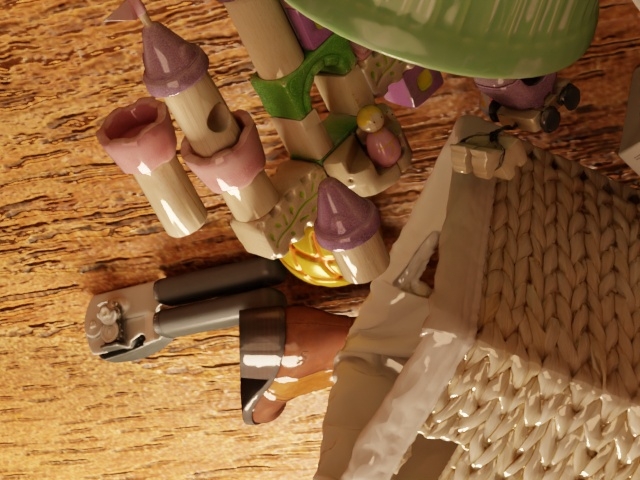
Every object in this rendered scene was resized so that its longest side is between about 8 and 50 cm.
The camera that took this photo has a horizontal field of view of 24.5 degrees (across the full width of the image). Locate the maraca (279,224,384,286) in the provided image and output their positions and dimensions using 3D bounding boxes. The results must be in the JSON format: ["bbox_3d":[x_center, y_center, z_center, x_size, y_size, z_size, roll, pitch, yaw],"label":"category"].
[{"bbox_3d":[0.000,0.000,1.529,0.127,0.099,0.185,34,158,-9],"label":"maraca"}]

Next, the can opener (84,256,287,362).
[{"bbox_3d":[-0.154,0.077,1.676,0.280,0.074,0.093,-15,158,31],"label":"can opener"}]

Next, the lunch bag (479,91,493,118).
[{"bbox_3d":[0.172,-0.157,1.335,0.053,0.083,0.071,12,132,9],"label":"lunch bag"}]

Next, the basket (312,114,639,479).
[{"bbox_3d":[0.168,0.127,1.313,0.266,0.331,0.328,21,127,-6],"label":"basket"}]

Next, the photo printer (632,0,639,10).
[{"bbox_3d":[0.317,-0.313,0.993,0.107,0.307,0.256,29,136,-6],"label":"photo printer"}]

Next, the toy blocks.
[{"bbox_3d":[-0.012,-0.159,1.207,0.309,0.288,0.260,16,143,43],"label":"toy blocks"}]

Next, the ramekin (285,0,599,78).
[{"bbox_3d":[0.095,-0.269,1.125,0.303,0.303,0.148,21,126,0],"label":"ramekin"}]

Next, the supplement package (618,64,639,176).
[{"bbox_3d":[0.399,-0.068,1.297,0.244,0.139,0.134,40,131,-18],"label":"supplement package"}]

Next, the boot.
[{"bbox_3d":[0.050,0.136,1.642,0.280,0.096,0.264,0,148,-3],"label":"boot"}]
